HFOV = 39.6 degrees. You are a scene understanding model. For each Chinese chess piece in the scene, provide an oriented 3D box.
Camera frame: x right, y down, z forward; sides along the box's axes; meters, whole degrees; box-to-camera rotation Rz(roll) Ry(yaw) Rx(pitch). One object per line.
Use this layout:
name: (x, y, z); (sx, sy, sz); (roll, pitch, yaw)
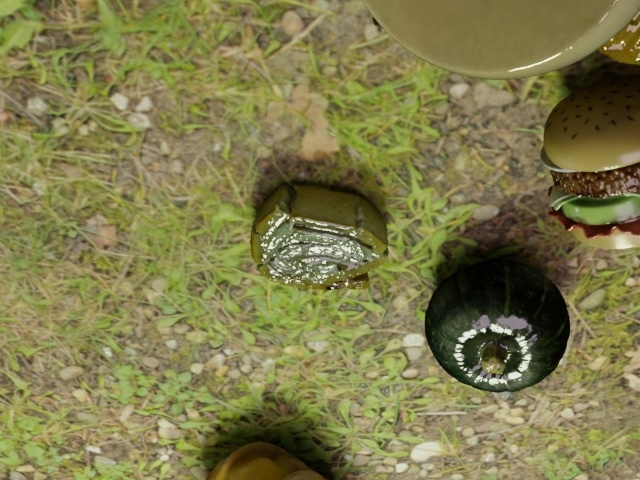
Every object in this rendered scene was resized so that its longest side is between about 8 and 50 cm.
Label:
Chinese chess piece: (0.140, -0.260, 0.688); (0.273, 0.102, 0.273); (14, 119, 27)

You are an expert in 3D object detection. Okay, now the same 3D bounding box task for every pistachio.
pistachio: (-0.054, 0.425, 1.247); (0.230, 0.230, 0.309); (-12, 122, 10)

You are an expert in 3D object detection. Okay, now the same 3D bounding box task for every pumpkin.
pumpkin: (0.206, 0.101, 1.028); (0.167, 0.125, 0.167); (-3, 114, -7)

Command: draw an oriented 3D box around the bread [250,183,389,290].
bread: (0.000, 0.000, 0.989); (0.156, 0.064, 0.117); (5, 130, -2)

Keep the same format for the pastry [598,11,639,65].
pastry: (0.298, -0.247, 0.763); (0.188, 0.103, 0.189); (0, 129, 0)

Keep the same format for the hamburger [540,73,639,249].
hamburger: (0.291, -0.085, 0.859); (0.175, 0.175, 0.137); (-20, 119, 16)
